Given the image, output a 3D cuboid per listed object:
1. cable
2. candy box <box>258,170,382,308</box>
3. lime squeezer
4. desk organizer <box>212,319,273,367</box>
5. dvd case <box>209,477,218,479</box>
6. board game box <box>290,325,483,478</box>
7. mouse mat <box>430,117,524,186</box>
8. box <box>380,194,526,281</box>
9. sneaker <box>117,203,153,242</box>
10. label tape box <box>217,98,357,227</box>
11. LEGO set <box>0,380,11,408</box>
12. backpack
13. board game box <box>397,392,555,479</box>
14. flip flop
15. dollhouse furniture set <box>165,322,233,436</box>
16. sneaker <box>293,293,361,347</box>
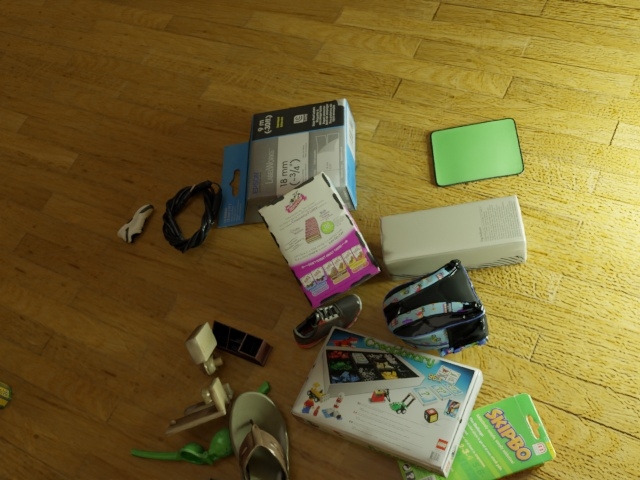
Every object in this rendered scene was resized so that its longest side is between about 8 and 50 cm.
[{"bbox_3d":[-0.307,-0.056,1.618,0.150,0.047,0.185,-2,63,24],"label":"cable"},{"bbox_3d":[0.000,0.000,1.423,0.159,0.071,0.234,-30,83,7],"label":"candy box"},{"bbox_3d":[-0.229,0.384,1.354,0.310,0.059,0.110,-27,58,2],"label":"lime squeezer"},{"bbox_3d":[-0.168,0.210,1.432,0.130,0.050,0.047,17,68,25],"label":"desk organizer"},{"bbox_3d":[-0.190,0.514,1.296,0.087,0.013,0.120,12,66,23],"label":"dvd case"},{"bbox_3d":[0.119,0.285,1.276,0.305,0.053,0.193,14,61,29],"label":"board game box"},{"bbox_3d":[0.339,-0.193,1.521,0.189,0.007,0.153,-8,61,12],"label":"mouse mat"},{"bbox_3d":[0.262,-0.002,1.388,0.274,0.094,0.113,-8,60,13],"label":"box"},{"bbox_3d":[-0.432,-0.039,1.664,0.043,0.040,0.109,38,81,13],"label":"sneaker"},{"bbox_3d":[-0.091,-0.173,1.585,0.333,0.106,0.241,-7,60,13],"label":"label tape box"},{"bbox_3d":[-0.861,0.355,1.486,0.331,0.192,0.255,-45,59,-9],"label":"LEGO set"},{"bbox_3d":[0.210,0.139,1.301,0.173,0.117,0.158,-20,41,3],"label":"backpack"},{"bbox_3d":[0.265,0.367,1.221,0.259,0.039,0.124,-23,57,8],"label":"board game box"},{"bbox_3d":[-0.108,0.409,1.268,0.112,0.080,0.277,1,62,-11],"label":"flip flop"},{"bbox_3d":[-0.260,0.269,1.373,0.123,0.144,0.151,-22,97,5],"label":"dollhouse furniture set"},{"bbox_3d":[0.013,0.158,1.396,0.158,0.065,0.061,-37,58,-4],"label":"sneaker"}]
